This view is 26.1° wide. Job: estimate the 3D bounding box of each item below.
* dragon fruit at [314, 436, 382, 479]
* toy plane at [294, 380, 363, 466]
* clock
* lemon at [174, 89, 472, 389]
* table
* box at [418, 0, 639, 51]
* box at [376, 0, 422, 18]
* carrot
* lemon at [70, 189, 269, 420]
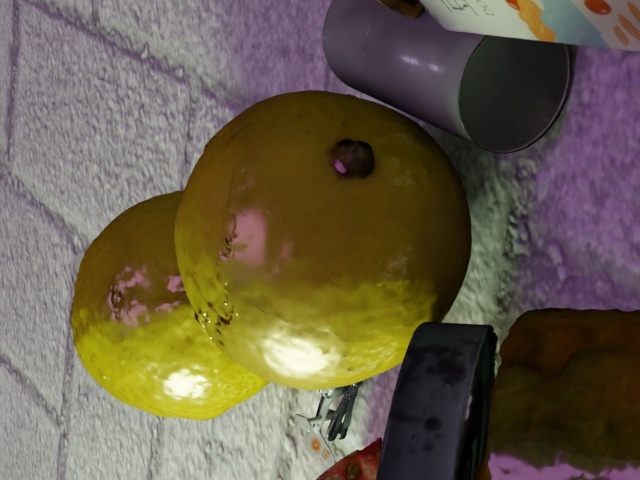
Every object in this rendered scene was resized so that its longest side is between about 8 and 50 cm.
[{"bbox_3d":[0.034,0.292,1.431,0.111,0.153,0.153,51,136,18],"label":"dragon fruit"},{"bbox_3d":[0.013,0.152,1.517,0.078,0.053,0.197,36,119,40],"label":"toy plane"},{"bbox_3d":[0.097,0.229,1.182,0.325,0.067,0.325,8,-90,-79],"label":"clock"},{"bbox_3d":[0.000,0.001,1.306,0.297,0.297,0.297,9,100,57],"label":"lemon"},{"bbox_3d":[0.110,-0.169,1.259,0.220,0.126,0.126,35,121,52],"label":"table"},{"bbox_3d":[0.159,-0.276,0.930,0.385,0.344,0.122,17,69,49],"label":"box"},{"bbox_3d":[0.087,-0.369,1.218,0.301,0.084,0.193,-58,41,11],"label":"box"},{"bbox_3d":[0.211,0.164,0.940,0.340,0.241,0.242,-5,88,32],"label":"carrot"},{"bbox_3d":[-0.147,0.069,1.559,0.322,0.268,0.268,-39,60,61],"label":"lemon"}]
